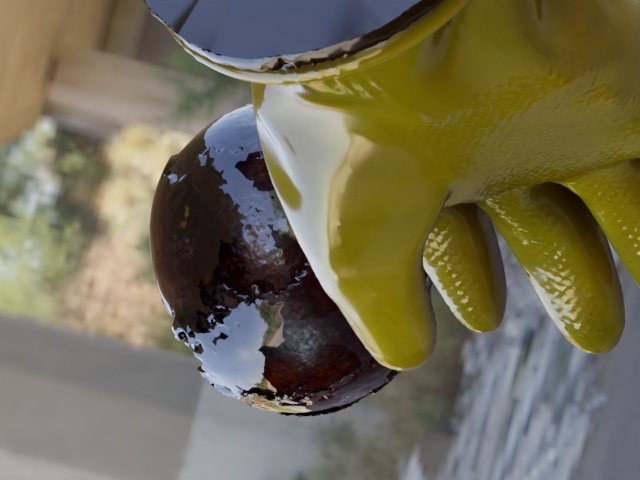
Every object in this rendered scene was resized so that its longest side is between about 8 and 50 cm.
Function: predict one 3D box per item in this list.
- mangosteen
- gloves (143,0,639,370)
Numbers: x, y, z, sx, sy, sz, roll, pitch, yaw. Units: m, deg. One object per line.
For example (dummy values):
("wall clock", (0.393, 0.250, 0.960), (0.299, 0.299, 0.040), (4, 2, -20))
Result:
("mangosteen", (0.000, 0.000, 0.991), (0.180, 0.166, 0.166), (-32, 24, 26))
("gloves", (0.063, -0.033, 0.631), (0.294, 0.133, 0.116), (47, -134, -53))
